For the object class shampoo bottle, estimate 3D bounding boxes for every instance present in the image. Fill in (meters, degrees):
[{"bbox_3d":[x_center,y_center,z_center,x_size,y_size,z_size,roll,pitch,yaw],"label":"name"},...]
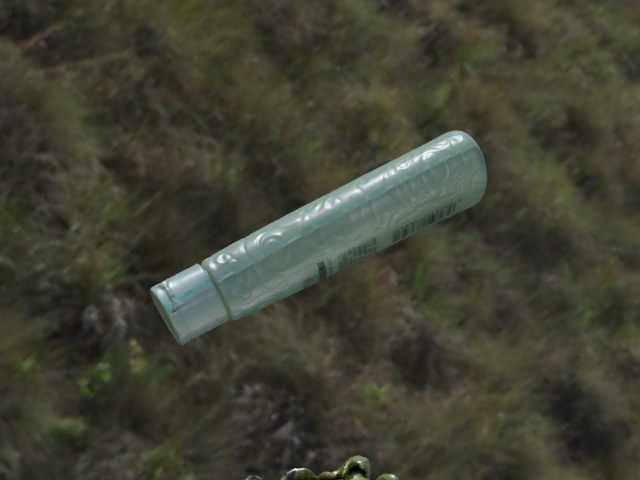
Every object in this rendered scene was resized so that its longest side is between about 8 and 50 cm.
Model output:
[{"bbox_3d":[0.000,0.000,0.764,0.041,0.190,0.069,62,-10,9],"label":"shampoo bottle"}]

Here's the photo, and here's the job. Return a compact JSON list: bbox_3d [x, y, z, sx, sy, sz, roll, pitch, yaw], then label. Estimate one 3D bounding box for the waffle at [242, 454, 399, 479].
[{"bbox_3d":[-0.002,0.239,0.924,0.207,0.054,0.214,-17,50,-25],"label":"waffle"}]
